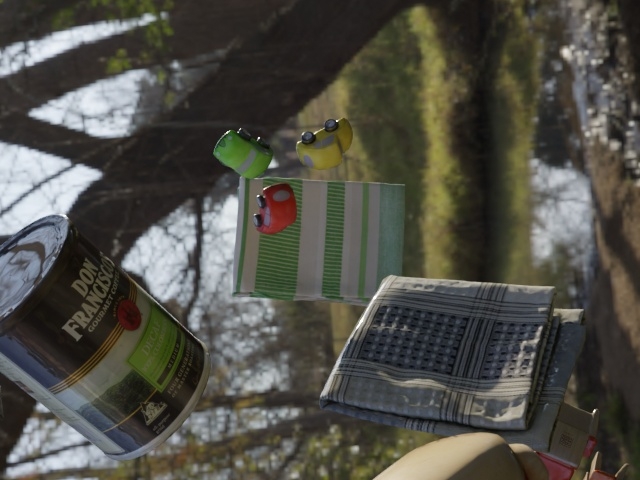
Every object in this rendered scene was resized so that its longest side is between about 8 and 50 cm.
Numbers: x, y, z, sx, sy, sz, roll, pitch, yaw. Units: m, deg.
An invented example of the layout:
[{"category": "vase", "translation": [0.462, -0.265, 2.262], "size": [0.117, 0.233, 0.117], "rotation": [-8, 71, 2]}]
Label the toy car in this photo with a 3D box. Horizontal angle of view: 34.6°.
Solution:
[{"category": "toy car", "translation": [-0.071, -0.109, 1.596], "size": [0.225, 0.239, 0.053], "rotation": [19, -153, -48]}]

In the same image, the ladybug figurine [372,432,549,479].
[{"category": "ladybug figurine", "translation": [-0.011, 0.304, 0.689], "size": [0.162, 0.449, 0.305], "rotation": [51, 177, 13]}]

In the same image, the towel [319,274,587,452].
[{"category": "towel", "translation": [0.194, 0.152, 1.428], "size": [0.312, 0.324, 0.056], "rotation": [-55, -34, -52]}]

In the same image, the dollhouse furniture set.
[{"category": "dollhouse furniture set", "translation": [0.429, 0.418, 1.907], "size": [0.259, 0.262, 0.135], "rotation": [96, -159, -46]}]

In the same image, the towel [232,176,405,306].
[{"category": "towel", "translation": [0.000, 0.000, 1.948], "size": [0.038, 0.325, 0.248], "rotation": [109, 163, -74]}]

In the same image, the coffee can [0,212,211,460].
[{"category": "coffee can", "translation": [-0.306, 0.128, 1.335], "size": [0.275, 0.201, 0.201], "rotation": [48, -155, -31]}]

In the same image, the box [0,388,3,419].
[{"category": "box", "translation": [-0.550, 0.251, 1.658], "size": [0.083, 0.052, 0.062], "rotation": [-120, 11, -50]}]
